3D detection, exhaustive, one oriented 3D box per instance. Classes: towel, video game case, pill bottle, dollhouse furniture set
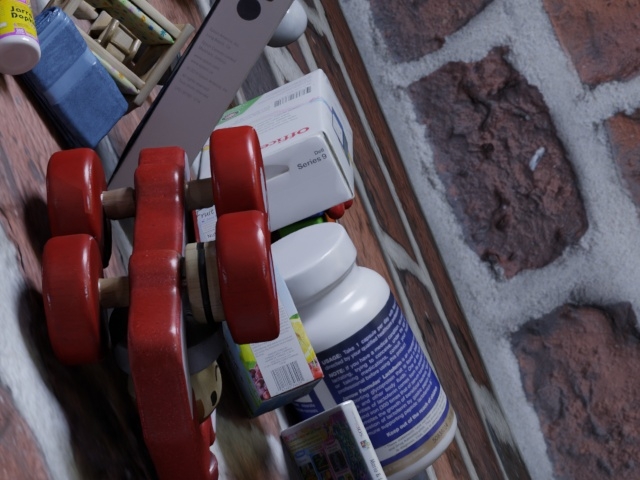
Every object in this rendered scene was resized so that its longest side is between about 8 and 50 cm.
[{"bbox_3d":[-0.219,-0.140,1.680,0.029,0.067,0.119,13,-36,50],"label":"towel"},{"bbox_3d":[0.023,0.238,1.904,0.143,0.019,0.157,67,-27,5],"label":"video game case"},{"bbox_3d":[-0.260,-0.181,1.613,0.043,0.043,0.083,51,17,-54],"label":"pill bottle"},{"bbox_3d":[-0.240,-0.209,1.769,0.182,0.101,0.161,40,-15,-26],"label":"dollhouse furniture set"},{"bbox_3d":[0.027,0.123,2.060,0.264,0.153,0.153,62,11,-20],"label":"pill bottle"}]

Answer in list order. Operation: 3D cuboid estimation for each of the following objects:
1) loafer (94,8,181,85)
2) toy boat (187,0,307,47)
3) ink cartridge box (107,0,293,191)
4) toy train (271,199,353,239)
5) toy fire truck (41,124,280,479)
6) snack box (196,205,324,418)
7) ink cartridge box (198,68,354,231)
[{"bbox_3d":[-0.201,-0.220,1.997,0.170,0.062,0.061,55,36,-32],"label":"loafer"},{"bbox_3d":[-0.135,-0.364,2.369,0.318,0.148,0.267,67,10,9],"label":"toy boat"},{"bbox_3d":[-0.083,-0.184,1.775,0.065,0.332,0.165,32,16,-8],"label":"ink cartridge box"},{"bbox_3d":[0.000,0.000,2.383,0.248,0.105,0.143,-48,123,-79],"label":"toy train"},{"bbox_3d":[-0.113,0.067,1.531,0.302,0.169,0.254,-97,179,-56],"label":"toy fire truck"},{"bbox_3d":[-0.071,0.055,1.826,0.174,0.070,0.207,122,-55,-79],"label":"snack box"},{"bbox_3d":[-0.048,-0.094,2.171,0.212,0.154,0.093,-90,155,-68],"label":"ink cartridge box"}]
